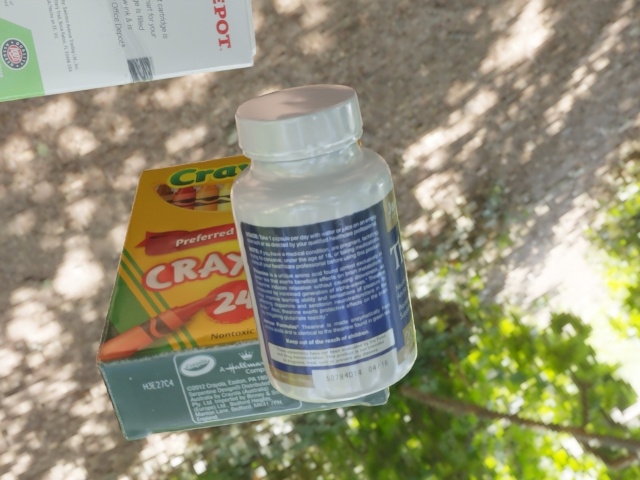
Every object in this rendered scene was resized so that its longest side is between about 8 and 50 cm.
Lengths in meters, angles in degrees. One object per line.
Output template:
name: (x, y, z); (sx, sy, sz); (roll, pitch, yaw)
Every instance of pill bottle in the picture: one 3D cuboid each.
pill bottle: (0.000, 0.000, 0.486); (0.067, 0.120, 0.067); (-9, -159, 3)

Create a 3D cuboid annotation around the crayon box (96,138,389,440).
crayon box: (-0.056, 0.013, 0.964); (0.202, 0.318, 0.081); (-9, 123, 5)

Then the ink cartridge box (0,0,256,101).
ink cartridge box: (-0.212, -0.260, 1.152); (0.272, 0.115, 0.198); (-9, 116, -6)
